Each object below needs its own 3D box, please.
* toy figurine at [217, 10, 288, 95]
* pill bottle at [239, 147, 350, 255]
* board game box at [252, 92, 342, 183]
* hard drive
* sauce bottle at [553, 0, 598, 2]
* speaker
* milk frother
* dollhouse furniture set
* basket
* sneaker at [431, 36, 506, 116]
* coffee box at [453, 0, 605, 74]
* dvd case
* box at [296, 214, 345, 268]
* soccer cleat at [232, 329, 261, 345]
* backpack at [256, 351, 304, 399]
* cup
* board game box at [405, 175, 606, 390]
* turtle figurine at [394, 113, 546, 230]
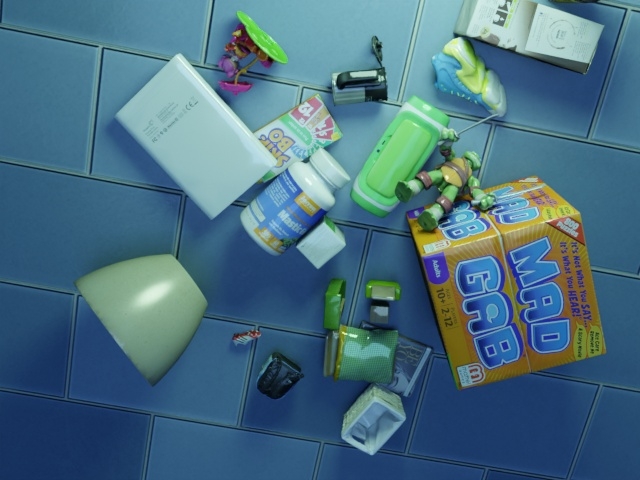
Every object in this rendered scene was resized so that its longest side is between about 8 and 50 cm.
[{"bbox_3d":[-0.192,-0.435,1.778,0.159,0.130,0.173,-43,82,22],"label":"toy figurine"},{"bbox_3d":[-0.060,-0.101,1.855,0.272,0.152,0.152,-42,104,13],"label":"pill bottle"},{"bbox_3d":[-0.085,-0.253,1.870,0.259,0.039,0.124,-29,105,11],"label":"board game box"},{"bbox_3d":[-0.310,-0.253,1.840,0.233,0.047,0.353,-38,102,19],"label":"hard drive"},{"bbox_3d":[0.579,-0.573,1.610,0.111,0.344,0.111,-1,110,-2],"label":"sauce bottle"},{"bbox_3d":[0.195,-0.207,1.839,0.131,0.131,0.296,30,105,-10],"label":"speaker"},{"bbox_3d":[0.092,-0.413,1.796,0.134,0.129,0.143,-5,65,1],"label":"milk frother"},{"bbox_3d":[0.108,0.267,1.961,0.197,0.151,0.301,5,106,5],"label":"dollhouse furniture set"},{"bbox_3d":[0.148,0.497,2.070,0.113,0.103,0.167,33,112,-11],"label":"basket"},{"bbox_3d":[0.360,-0.390,1.816,0.126,0.091,0.240,-16,127,39],"label":"sneaker"},{"bbox_3d":[0.481,-0.495,1.726,0.297,0.168,0.119,16,107,-5],"label":"coffee box"},{"bbox_3d":[0.185,0.335,2.071,0.221,0.018,0.164,22,106,-8],"label":"dvd case"},{"bbox_3d":[0.000,0.000,1.915,0.102,0.101,0.087,-40,105,11],"label":"box"},{"bbox_3d":[-0.203,0.271,2.042,0.083,0.029,0.035,-12,117,6],"label":"soccer cleat"},{"bbox_3d":[-0.119,0.377,2.046,0.105,0.084,0.114,36,99,-11],"label":"backpack"},{"bbox_3d":[-0.432,0.170,1.883,0.237,0.331,0.331,-37,106,-16],"label":"cup"},{"bbox_3d":[0.439,0.091,1.816,0.356,0.356,0.356,-16,108,5],"label":"board game box"},{"bbox_3d":[0.328,-0.159,1.745,0.266,0.274,0.198,-38,120,-26],"label":"turtle figurine"}]
